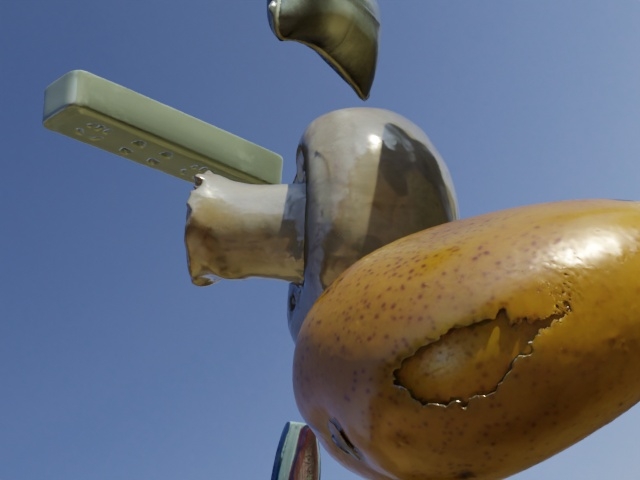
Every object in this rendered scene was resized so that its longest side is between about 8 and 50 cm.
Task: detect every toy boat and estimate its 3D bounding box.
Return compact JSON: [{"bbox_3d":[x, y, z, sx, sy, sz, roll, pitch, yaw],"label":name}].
[{"bbox_3d":[-0.035,0.378,1.473,0.080,0.046,0.229,13,-102,-26],"label":"toy boat"}]

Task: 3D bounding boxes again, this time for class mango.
[{"bbox_3d":[0.117,0.059,0.641,0.290,0.160,0.191,-22,0,10],"label":"mango"}]

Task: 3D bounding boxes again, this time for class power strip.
[{"bbox_3d":[-0.199,-0.131,1.416,0.385,0.062,0.091,21,-29,-41],"label":"power strip"}]

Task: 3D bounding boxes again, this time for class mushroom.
[{"bbox_3d":[0.000,0.000,1.096,0.289,0.298,0.298,0,-46,-5],"label":"mushroom"}]

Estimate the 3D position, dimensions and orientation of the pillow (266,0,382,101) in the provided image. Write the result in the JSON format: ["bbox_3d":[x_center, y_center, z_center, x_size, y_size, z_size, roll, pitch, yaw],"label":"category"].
[{"bbox_3d":[0.005,-0.164,0.731,0.055,0.091,0.135,-35,-33,22],"label":"pillow"}]
